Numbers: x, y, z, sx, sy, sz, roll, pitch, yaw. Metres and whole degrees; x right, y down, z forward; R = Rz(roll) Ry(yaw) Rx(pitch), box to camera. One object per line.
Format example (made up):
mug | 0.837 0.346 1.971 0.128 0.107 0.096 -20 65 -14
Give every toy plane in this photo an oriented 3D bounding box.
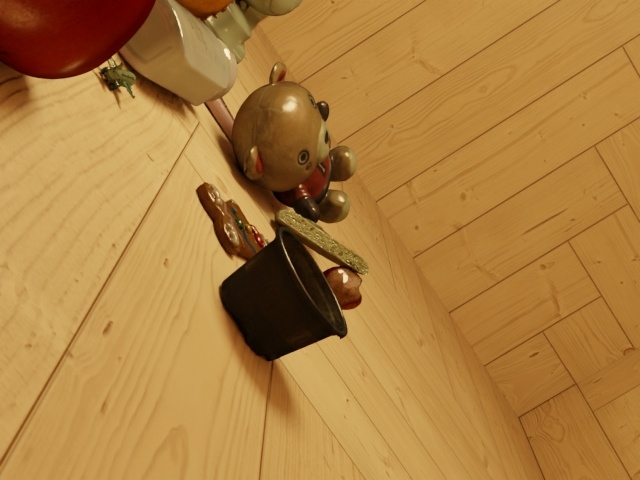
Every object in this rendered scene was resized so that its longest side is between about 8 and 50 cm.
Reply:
toy plane | -0.263 -0.214 1.453 0.080 0.033 0.083 58 1 9

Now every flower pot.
flower pot | -0.051 0.074 1.376 0.157 0.106 0.157 58 10 -17

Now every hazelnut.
hazelnut | 0.035 0.085 1.949 0.086 0.086 0.086 56 8 -13

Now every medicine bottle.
medicine bottle | -0.223 -0.297 1.735 0.161 0.111 0.296 61 11 9

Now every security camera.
security camera | -0.158 -0.533 2.383 0.191 0.277 0.197 53 10 -38

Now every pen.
pen | -0.200 -0.266 2.010 0.197 0.032 0.053 58 9 -9

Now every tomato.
tomato | -0.274 -0.311 1.081 0.299 0.226 0.298 52 8 -11

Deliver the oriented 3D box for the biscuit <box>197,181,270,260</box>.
biscuit | -0.109 -0.008 1.610 0.138 0.031 0.205 62 8 29

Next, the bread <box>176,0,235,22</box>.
bread | -0.271 -0.528 1.946 0.183 0.236 0.388 40 11 32

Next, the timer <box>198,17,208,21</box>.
timer | -0.256 -0.489 2.234 0.107 0.109 0.107 29 -37 25

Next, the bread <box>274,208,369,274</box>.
bread | -0.004 -0.002 1.971 0.193 0.036 0.112 34 -8 -14

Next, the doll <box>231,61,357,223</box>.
doll | -0.051 -0.160 2.004 0.330 0.174 0.235 53 49 -60
